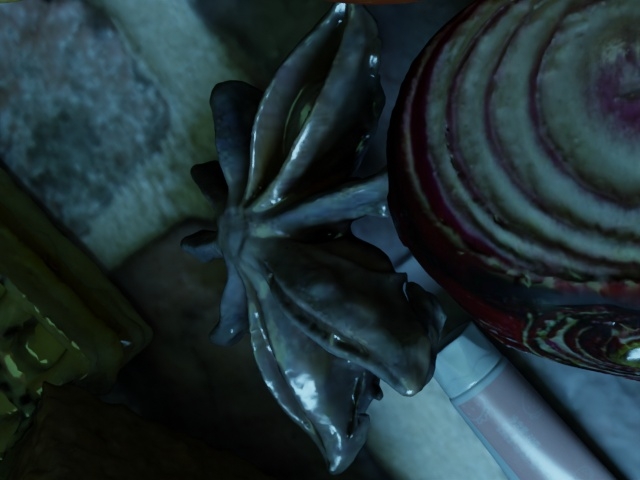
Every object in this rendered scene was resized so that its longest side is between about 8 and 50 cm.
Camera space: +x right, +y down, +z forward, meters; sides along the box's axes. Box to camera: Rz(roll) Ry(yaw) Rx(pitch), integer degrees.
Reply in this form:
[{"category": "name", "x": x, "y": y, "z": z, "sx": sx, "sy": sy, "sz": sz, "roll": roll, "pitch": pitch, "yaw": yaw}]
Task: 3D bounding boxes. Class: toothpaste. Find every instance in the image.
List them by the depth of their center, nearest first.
[{"category": "toothpaste", "x": 0.139, "y": 0.135, "z": 1.056, "sx": 0.067, "sy": 0.043, "sz": 0.194, "roll": -38, "pitch": 94, "yaw": 23}]

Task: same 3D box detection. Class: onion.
[{"category": "onion", "x": 0.151, "y": -0.029, "z": 0.919, "sx": 0.207, "sy": 0.206, "sz": 0.216, "roll": -4, "pitch": 69, "yaw": 22}]

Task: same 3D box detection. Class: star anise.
[{"category": "star anise", "x": 0.001, "y": 0.005, "z": 1.036, "sx": 0.198, "sy": 0.111, "sz": 0.257, "roll": -29, "pitch": 75, "yaw": 49}]

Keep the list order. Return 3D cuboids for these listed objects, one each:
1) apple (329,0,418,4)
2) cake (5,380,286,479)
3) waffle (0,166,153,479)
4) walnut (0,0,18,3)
[{"category": "apple", "x": 0.029, "y": -0.287, "z": 0.826, "sx": 0.277, "sy": 0.348, "sz": 0.348, "roll": -30, "pitch": 91, "yaw": 17}, {"category": "cake", "x": -0.114, "y": 0.284, "z": 1.028, "sx": 0.282, "sy": 0.255, "sz": 0.290, "roll": 28, "pitch": 111, "yaw": -14}, {"category": "waffle", "x": -0.315, "y": 0.103, "z": 1.180, "sx": 0.261, "sy": 0.114, "sz": 0.376, "roll": 48, "pitch": 114, "yaw": 5}, {"category": "walnut", "x": -0.191, "y": -0.240, "z": 1.025, "sx": 0.165, "sy": 0.165, "sz": 0.197, "roll": 35, "pitch": 122, "yaw": 10}]
